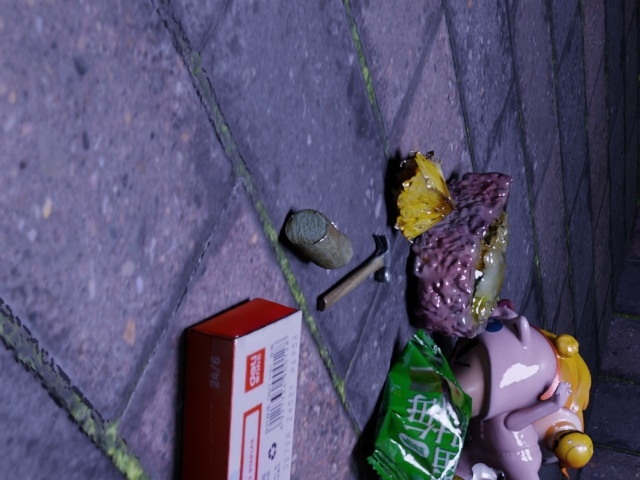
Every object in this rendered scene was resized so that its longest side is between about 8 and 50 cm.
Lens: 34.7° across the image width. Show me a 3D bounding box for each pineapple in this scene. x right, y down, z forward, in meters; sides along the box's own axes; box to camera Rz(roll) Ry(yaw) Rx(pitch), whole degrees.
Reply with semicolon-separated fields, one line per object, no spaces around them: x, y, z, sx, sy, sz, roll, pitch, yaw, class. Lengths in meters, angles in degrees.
0.126;-0.069;1.222;0.114;0.077;0.114;81;14;-45;pineapple

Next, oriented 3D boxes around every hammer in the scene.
0.040;0.039;1.117;0.182;0.017;0.062;-31;126;-61;hammer

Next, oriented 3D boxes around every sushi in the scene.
0.199;0.028;1.386;0.241;0.108;0.161;-58;151;-45;sushi

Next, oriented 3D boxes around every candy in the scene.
0.125;0.233;1.275;0.141;0.078;0.203;37;50;-17;candy

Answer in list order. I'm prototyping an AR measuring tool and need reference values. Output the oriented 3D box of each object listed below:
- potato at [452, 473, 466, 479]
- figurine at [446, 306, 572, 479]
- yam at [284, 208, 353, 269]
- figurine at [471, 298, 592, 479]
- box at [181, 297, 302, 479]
0.133;0.378;1.326;0.176;0.137;0.137;-59;157;2;potato
0.238;0.239;1.426;0.176;0.186;0.287;-158;-114;-70;figurine
0.000;0.000;0.973;0.094;0.043;0.043;46;56;-64;yam
0.300;0.269;1.591;0.320;0.196;0.323;-3;-115;69;figurine
-0.068;0.173;0.861;0.123;0.050;0.229;-19;116;-63;box
